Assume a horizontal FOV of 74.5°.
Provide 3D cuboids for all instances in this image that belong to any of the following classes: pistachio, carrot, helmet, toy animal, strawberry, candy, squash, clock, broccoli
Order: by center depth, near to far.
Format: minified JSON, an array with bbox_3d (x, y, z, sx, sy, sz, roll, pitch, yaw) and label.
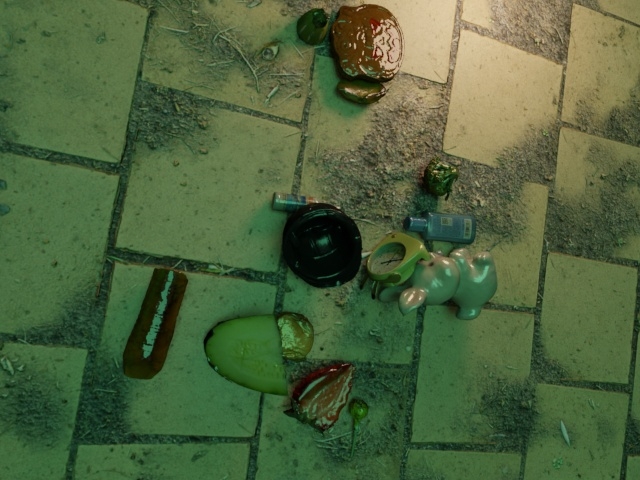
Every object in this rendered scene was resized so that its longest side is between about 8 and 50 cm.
[{"bbox_3d":[-0.457,0.228,1.167,0.114,0.114,0.302,18,80,-15],"label":"carrot"},{"bbox_3d":[-0.219,0.335,1.212,0.154,0.204,0.237,-7,92,-39],"label":"squash"},{"bbox_3d":[0.000,0.000,1.275,0.230,0.160,0.279,-27,125,2],"label":"helmet"},{"bbox_3d":[0.000,0.459,1.300,0.174,0.098,0.228,33,77,-14],"label":"strawberry"},{"bbox_3d":[-0.010,-0.686,1.308,0.105,0.132,0.105,0,90,-17],"label":"squash"},{"bbox_3d":[0.219,0.082,1.345,0.232,0.170,0.069,-43,121,-7],"label":"clock"},{"bbox_3d":[0.115,0.608,1.360,0.062,0.058,0.194,9,95,24],"label":"candy"},{"bbox_3d":[0.385,0.154,1.373,0.367,0.196,0.241,-3,91,-19],"label":"toy animal"},{"bbox_3d":[0.133,-0.485,1.389,0.172,0.049,0.090,-2,65,-15],"label":"pistachio"},{"bbox_3d":[0.408,-0.214,1.426,0.130,0.120,0.131,44,43,-31],"label":"broccoli"}]

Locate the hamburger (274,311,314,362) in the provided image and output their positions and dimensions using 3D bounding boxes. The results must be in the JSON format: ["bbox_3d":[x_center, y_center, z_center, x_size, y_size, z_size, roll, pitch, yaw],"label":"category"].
[{"bbox_3d":[-0.089,0.294,1.286,0.137,0.083,0.147,13,83,-12],"label":"hamburger"}]

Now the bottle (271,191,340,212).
[{"bbox_3d":[-0.043,-0.109,1.323,0.217,0.060,0.060,7,86,-17],"label":"bottle"}]

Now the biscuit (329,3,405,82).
[{"bbox_3d":[0.157,-0.653,1.385,0.257,0.049,0.273,-2,79,-15],"label":"biscuit"}]

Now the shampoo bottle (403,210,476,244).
[{"bbox_3d":[0.411,-0.047,1.451,0.258,0.061,0.104,5,88,-16],"label":"shampoo bottle"}]
